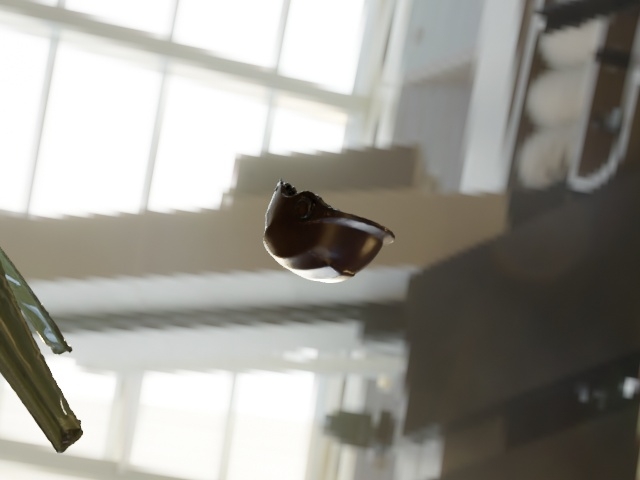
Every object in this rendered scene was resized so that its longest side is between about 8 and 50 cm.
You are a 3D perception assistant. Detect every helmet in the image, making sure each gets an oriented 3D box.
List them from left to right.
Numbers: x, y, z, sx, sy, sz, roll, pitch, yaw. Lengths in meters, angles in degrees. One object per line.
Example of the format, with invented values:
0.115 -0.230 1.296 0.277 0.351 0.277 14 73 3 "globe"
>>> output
0.000 0.000 1.707 0.123 0.098 0.070 27 -89 48 "helmet"

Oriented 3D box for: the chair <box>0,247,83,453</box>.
-0.289 0.010 1.280 0.190 0.203 0.274 -90 159 -64 "chair"
